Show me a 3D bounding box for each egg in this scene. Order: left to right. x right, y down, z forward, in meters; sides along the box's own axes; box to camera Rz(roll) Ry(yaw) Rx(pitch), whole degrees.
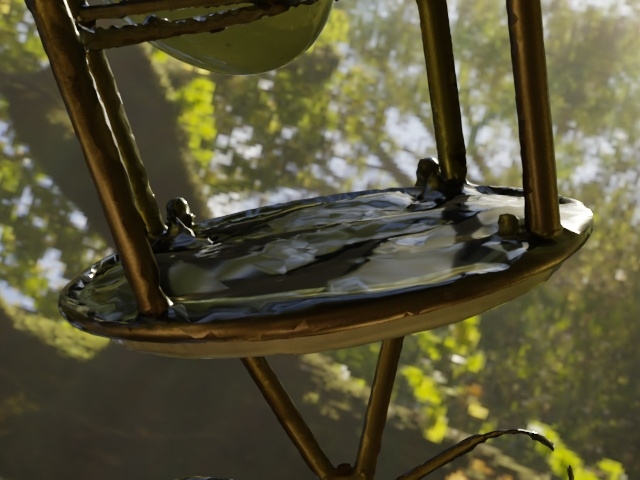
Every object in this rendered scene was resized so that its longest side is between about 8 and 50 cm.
[{"bbox_3d":[-0.070,-0.188,0.836,0.149,0.192,0.149,-40,2,2],"label":"egg"}]

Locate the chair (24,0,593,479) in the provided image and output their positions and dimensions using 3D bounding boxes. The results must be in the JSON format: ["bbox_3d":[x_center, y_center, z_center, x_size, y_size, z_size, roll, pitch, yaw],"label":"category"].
[{"bbox_3d":[0.000,0.000,0.397,0.170,0.160,0.325,-122,21,-76],"label":"chair"}]
